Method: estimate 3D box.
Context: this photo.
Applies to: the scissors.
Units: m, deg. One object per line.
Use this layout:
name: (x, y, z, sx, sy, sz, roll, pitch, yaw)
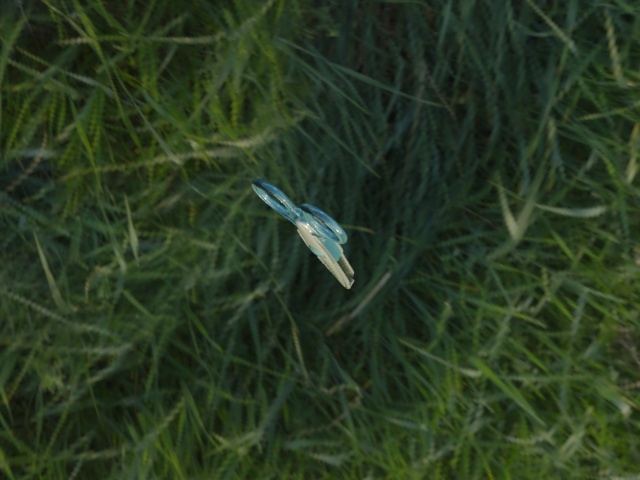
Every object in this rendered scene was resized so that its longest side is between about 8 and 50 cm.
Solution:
scissors: (0.000, 0.000, 0.655, 0.014, 0.058, 0.119, -57, 155, -11)
